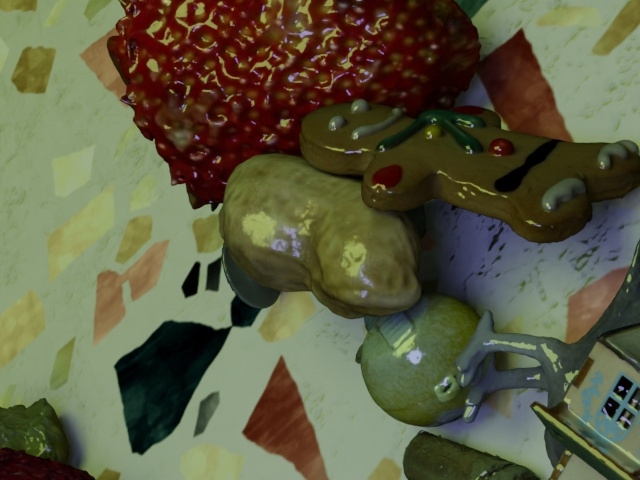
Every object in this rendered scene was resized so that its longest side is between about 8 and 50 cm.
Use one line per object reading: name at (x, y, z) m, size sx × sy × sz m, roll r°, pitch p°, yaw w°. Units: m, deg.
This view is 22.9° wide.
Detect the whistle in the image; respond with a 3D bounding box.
whistle at (0.090, 0.096, 1.415) m, size 0.123 × 0.123 × 0.223 m, roll -52°, pitch 21°, yaw 8°

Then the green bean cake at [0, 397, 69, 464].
green bean cake at (-0.423, 0.237, 1.720) m, size 0.233 × 0.236 × 0.124 m, roll -50°, pitch 38°, yaw 15°

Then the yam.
yam at (0.127, 0.201, 1.336) m, size 0.132 × 0.054 × 0.054 m, roll 15°, pitch 78°, yaw 49°

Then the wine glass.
wine glass at (0.004, -0.003, 1.549) m, size 0.202 × 0.093 × 0.093 m, roll -23°, pitch 52°, yaw 34°

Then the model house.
model house at (0.250, 0.173, 1.094) m, size 0.178 × 0.271 × 0.206 m, roll 38°, pitch 114°, yaw 24°

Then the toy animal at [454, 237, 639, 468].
toy animal at (0.211, 0.107, 1.277) m, size 0.205 × 0.081 × 0.367 m, roll -3°, pitch 65°, yaw 20°

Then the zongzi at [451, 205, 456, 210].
zongzi at (0.139, -0.064, 1.484) m, size 0.073 × 0.067 × 0.083 m, roll -47°, pitch 59°, yaw 4°

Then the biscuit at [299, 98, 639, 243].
biscuit at (0.115, -0.074, 1.374) m, size 0.301 × 0.197 × 0.049 m, roll 16°, pitch 119°, yaw 29°

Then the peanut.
peanut at (0.000, 0.000, 1.408) m, size 0.253 × 0.137 × 0.122 m, roll 21°, pitch 125°, yaw 39°

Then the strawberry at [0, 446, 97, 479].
strawberry at (-0.315, 0.324, 1.595) m, size 0.274 × 0.220 × 0.274 m, roll 23°, pitch 123°, yaw 40°

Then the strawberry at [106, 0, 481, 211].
strawberry at (-0.031, -0.189, 1.555) m, size 0.343 × 0.292 × 0.292 m, roll -24°, pitch 52°, yaw 38°
